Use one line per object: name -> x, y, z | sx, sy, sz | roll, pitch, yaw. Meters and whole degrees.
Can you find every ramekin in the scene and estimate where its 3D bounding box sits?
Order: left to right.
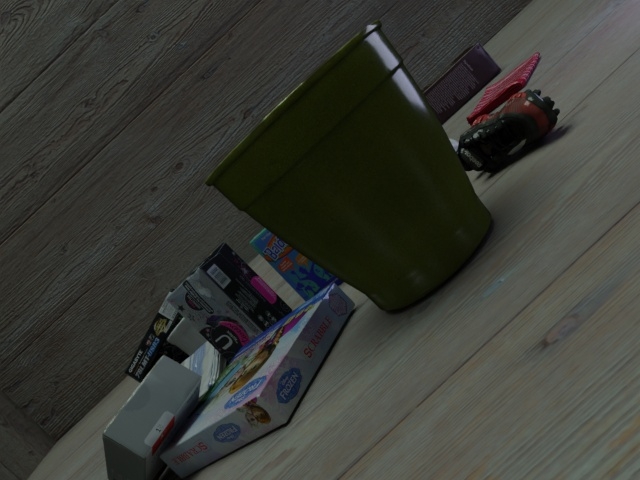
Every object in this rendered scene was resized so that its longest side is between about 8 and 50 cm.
ramekin -> -0.308, 0.236, 1.935 | 0.277, 0.135, 0.277 | -48, -1, -1

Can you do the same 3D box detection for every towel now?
towel -> -0.329, 0.355, 1.635 | 0.285, 0.034, 0.209 | -40, 29, 27
towel -> 0.531, -0.444, 1.897 | 0.199, 0.031, 0.275 | -36, 10, 41

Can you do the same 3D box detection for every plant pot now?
plant pot -> 0.070, -0.087, 1.046 | 0.366, 0.353, 0.366 | -41, 8, 7

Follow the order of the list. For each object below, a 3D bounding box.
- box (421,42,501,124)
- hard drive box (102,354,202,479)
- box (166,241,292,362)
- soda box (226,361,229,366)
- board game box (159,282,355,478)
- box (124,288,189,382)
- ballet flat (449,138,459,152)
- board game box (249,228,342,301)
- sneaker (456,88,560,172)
box -> 0.459, -0.539, 2.410 | 0.381, 0.143, 0.191 | -44, 7, 9
hard drive box -> -0.315, 0.355, 1.232 | 0.181, 0.089, 0.232 | -56, -10, -38
box -> -0.219, 0.159, 1.586 | 0.142, 0.247, 0.163 | -41, 7, 27
soda box -> -0.244, 0.290, 1.735 | 0.060, 0.053, 0.169 | -38, 8, 34
board game box -> -0.111, 0.252, 1.196 | 0.319, 0.066, 0.318 | -38, 9, 36
box -> -0.465, 0.304, 2.099 | 0.293, 0.073, 0.295 | -59, -15, 0
ballet flat -> 0.258, -0.205, 1.704 | 0.139, 0.139, 0.400 | -44, 12, -5
board game box -> -0.034, 0.028, 1.502 | 0.160, 0.210, 0.047 | -40, 8, 25
sneaker -> 0.339, -0.194, 1.234 | 0.135, 0.097, 0.276 | -44, 5, -13
